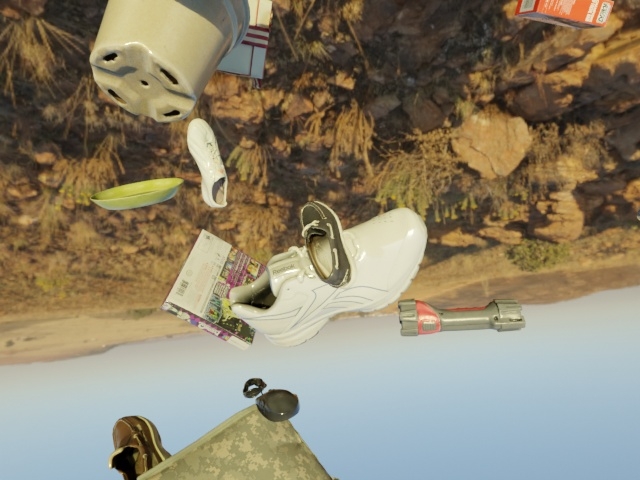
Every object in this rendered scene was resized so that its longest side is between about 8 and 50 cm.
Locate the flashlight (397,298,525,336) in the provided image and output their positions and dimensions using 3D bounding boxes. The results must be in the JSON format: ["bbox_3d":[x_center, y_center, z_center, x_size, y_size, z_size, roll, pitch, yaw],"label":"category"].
[{"bbox_3d":[0.359,0.196,1.126,0.303,0.103,0.103,-5,159,7],"label":"flashlight"}]

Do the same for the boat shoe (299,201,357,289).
[{"bbox_3d":[0.000,0.000,0.484,0.038,0.125,0.046,17,131,-43],"label":"boat shoe"}]

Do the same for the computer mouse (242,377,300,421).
[{"bbox_3d":[-0.103,0.289,0.821,0.071,0.041,0.242,-13,-179,-26],"label":"computer mouse"}]

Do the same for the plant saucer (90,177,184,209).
[{"bbox_3d":[-0.490,-0.125,1.166,0.240,0.037,0.241,-8,-161,3],"label":"plant saucer"}]

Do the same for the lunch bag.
[{"bbox_3d":[-0.130,0.449,0.751,0.286,0.235,0.169,-25,139,-31],"label":"lunch bag"}]

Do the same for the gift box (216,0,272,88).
[{"bbox_3d":[-0.286,-0.627,1.331,0.258,0.255,0.276,-3,-153,-35],"label":"gift box"}]

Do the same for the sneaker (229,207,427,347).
[{"bbox_3d":[0.006,0.050,0.574,0.297,0.111,0.129,-36,139,19],"label":"sneaker"}]

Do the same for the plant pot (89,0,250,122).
[{"bbox_3d":[-0.359,-0.461,0.985,0.333,0.306,0.334,8,154,4],"label":"plant pot"}]

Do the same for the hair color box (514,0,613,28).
[{"bbox_3d":[0.530,-0.507,0.940,0.167,0.054,0.093,5,-158,-9],"label":"hair color box"}]

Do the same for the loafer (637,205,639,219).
[{"bbox_3d":[0.788,-0.092,1.011,0.039,0.045,0.125,-19,145,-22],"label":"loafer"}]

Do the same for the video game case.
[{"bbox_3d":[-0.227,0.109,0.996,0.210,0.232,0.042,32,128,-19],"label":"video game case"}]

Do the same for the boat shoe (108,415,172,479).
[{"bbox_3d":[-0.383,0.432,0.877,0.257,0.095,0.095,11,168,44],"label":"boat shoe"}]

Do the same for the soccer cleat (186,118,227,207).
[{"bbox_3d":[-0.238,-0.166,0.936,0.068,0.197,0.076,-26,-148,-36],"label":"soccer cleat"}]
